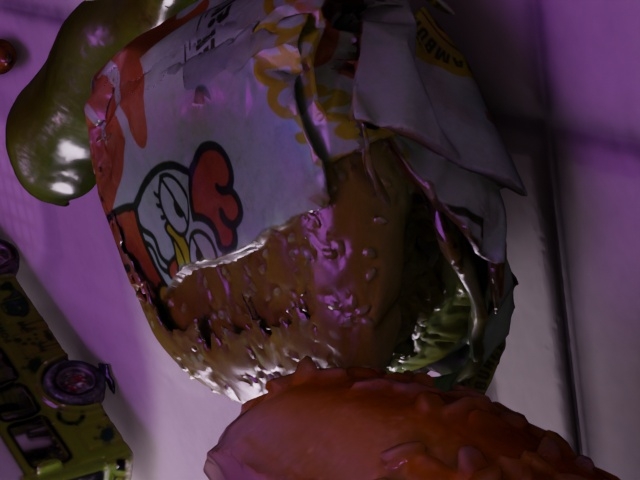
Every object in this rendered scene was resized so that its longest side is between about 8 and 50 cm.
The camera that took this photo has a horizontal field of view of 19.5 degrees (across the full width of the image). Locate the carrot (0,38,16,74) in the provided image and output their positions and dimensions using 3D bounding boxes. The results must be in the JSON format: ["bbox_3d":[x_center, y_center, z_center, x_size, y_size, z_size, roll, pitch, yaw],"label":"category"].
[{"bbox_3d":[-0.242,-0.123,1.246,0.190,0.037,0.037,13,117,54],"label":"carrot"}]

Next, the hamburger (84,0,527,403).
[{"bbox_3d":[0.002,0.003,0.773,0.214,0.125,0.235,10,114,62],"label":"hamburger"}]

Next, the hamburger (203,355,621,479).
[{"bbox_3d":[0.042,0.212,0.645,0.330,0.250,0.330,36,158,17],"label":"hamburger"}]

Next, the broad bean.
[{"bbox_3d":[-0.112,-0.109,0.969,0.098,0.056,0.318,26,143,4],"label":"broad bean"}]

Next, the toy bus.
[{"bbox_3d":[-0.243,0.094,1.260,0.302,0.139,0.113,49,143,39],"label":"toy bus"}]
